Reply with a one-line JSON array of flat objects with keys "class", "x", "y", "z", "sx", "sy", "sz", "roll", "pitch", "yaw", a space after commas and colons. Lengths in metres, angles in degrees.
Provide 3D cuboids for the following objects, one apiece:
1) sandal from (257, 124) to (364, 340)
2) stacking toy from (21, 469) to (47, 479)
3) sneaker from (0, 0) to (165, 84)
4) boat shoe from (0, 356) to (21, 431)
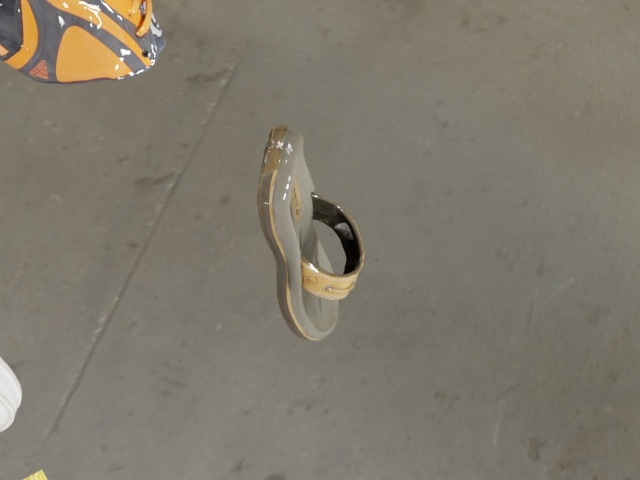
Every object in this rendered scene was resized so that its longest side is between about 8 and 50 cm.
[{"class": "sandal", "x": 0.000, "y": 0.000, "z": 0.843, "sx": 0.060, "sy": 0.090, "sz": 0.219, "roll": 0, "pitch": 142, "yaw": 8}, {"class": "stacking toy", "x": -0.285, "y": 0.319, "z": 1.101, "sx": 0.221, "sy": 0.052, "sz": 0.167, "roll": -32, "pitch": 85, "yaw": 43}, {"class": "sneaker", "x": -0.172, "y": -0.268, "z": 1.066, "sx": 0.321, "sy": 0.124, "sz": 0.180, "roll": -36, "pitch": 122, "yaw": 5}, {"class": "boat shoe", "x": -0.347, "y": 0.121, "z": 0.974, "sx": 0.098, "sy": 0.277, "sz": 0.096, "roll": -34, "pitch": 53, "yaw": 10}]
